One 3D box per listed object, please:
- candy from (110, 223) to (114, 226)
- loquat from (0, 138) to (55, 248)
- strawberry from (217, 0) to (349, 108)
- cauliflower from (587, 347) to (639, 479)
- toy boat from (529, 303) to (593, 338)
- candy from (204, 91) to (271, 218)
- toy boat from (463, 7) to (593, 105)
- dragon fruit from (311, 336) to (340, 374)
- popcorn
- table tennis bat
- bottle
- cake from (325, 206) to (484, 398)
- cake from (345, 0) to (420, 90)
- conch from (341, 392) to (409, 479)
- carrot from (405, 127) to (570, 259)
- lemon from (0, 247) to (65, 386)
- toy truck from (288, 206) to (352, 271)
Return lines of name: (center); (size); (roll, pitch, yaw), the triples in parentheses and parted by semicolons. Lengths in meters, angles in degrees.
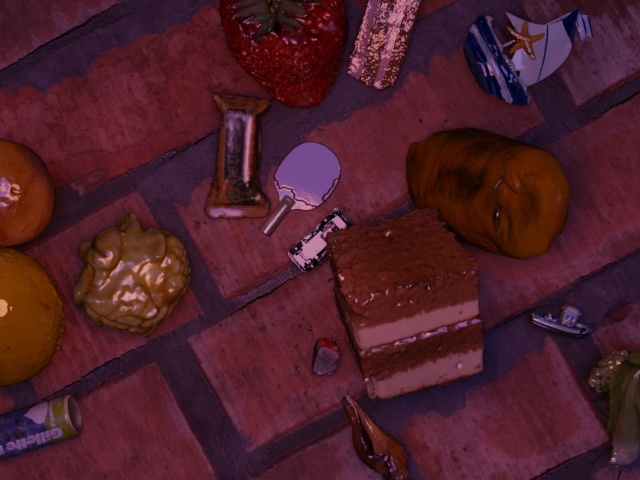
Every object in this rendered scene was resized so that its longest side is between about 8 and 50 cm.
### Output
candy: (-0.466, 0.004, 1.838); (0.030, 0.020, 0.083); (36, 87, 0)
loquat: (-0.664, -0.094, 1.754); (0.238, 0.193, 0.238); (0, 87, 7)
strawberry: (-0.072, -0.432, 1.772); (0.261, 0.257, 0.261); (-3, 67, 7)
cauliflower: (0.676, 0.354, 1.764); (0.256, 0.239, 0.315); (23, 111, 14)
toy boat: (0.519, 0.169, 1.819); (0.140, 0.059, 0.066); (17, 106, -2)
candy: (-0.170, -0.177, 1.809); (0.143, 0.101, 0.271); (5, 94, 6)
toy boat: (0.463, -0.421, 1.850); (0.291, 0.067, 0.220); (-26, 89, -12)
dragon fruit: (0.013, 0.244, 1.817); (0.056, 0.060, 0.083); (8, 115, -7)
popcorn: (-0.392, 0.081, 1.759); (0.256, 0.195, 0.254); (-26, 98, 0)
table tennis bat: (-0.051, -0.108, 1.845); (0.131, 0.022, 0.234); (36, 87, 0)
bottle: (-0.675, 0.417, 1.789); (0.330, 0.093, 0.093); (-17, 89, -1)
cake: (0.171, 0.125, 1.690); (0.282, 0.255, 0.290); (-16, 124, -2)
cake: (0.148, -0.475, 1.834); (0.116, 0.113, 0.295); (19, 101, 2)
conch: (0.114, 0.439, 1.805); (0.233, 0.086, 0.080); (38, 131, 14)
carrot: (0.347, -0.100, 1.750); (0.242, 0.341, 0.241); (-8, 108, -24)
lemon: (-0.648, 0.150, 1.703); (0.258, 0.258, 0.310); (-5, 121, -1)
toy truck: (0.000, 0.000, 1.812); (0.147, 0.079, 0.065); (-42, 90, -2)
